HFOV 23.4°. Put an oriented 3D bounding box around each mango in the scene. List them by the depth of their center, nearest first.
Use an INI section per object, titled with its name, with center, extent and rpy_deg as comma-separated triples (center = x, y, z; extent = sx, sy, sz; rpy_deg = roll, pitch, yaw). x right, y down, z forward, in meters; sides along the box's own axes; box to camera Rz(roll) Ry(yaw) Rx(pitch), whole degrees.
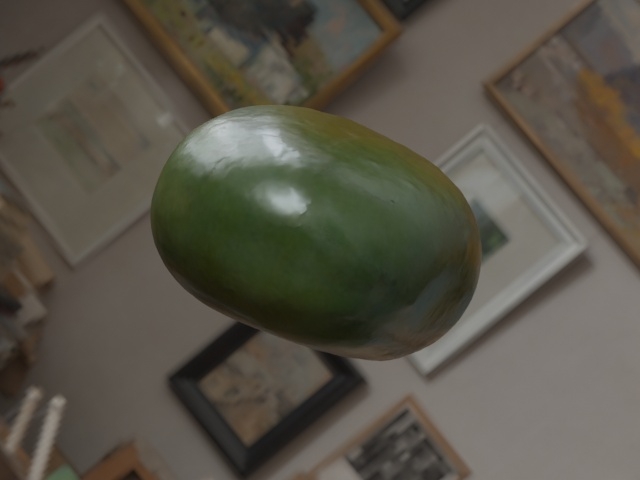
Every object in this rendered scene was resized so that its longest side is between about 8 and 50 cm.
[mango]
center = 0.000, 0.000, 0.580
extent = 0.130, 0.092, 0.195
rpy_deg = 23, 5, -7
